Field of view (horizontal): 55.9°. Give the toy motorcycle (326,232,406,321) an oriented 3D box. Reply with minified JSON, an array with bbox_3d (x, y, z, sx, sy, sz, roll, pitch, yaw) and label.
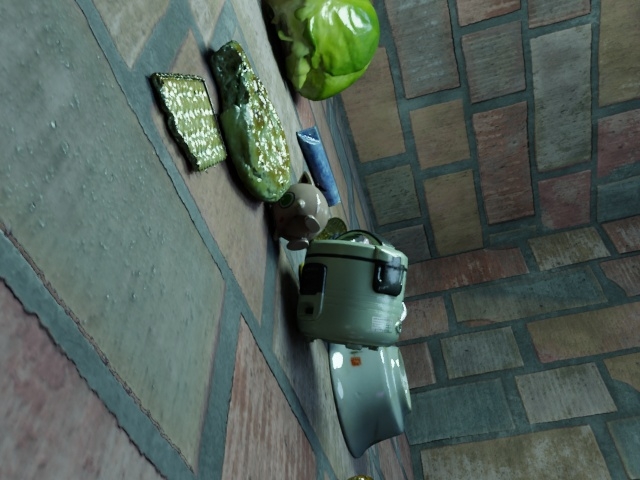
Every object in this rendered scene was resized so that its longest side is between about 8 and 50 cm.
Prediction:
[{"bbox_3d":[0.121,0.120,1.557,0.143,0.188,0.326,-53,140,-40],"label":"toy motorcycle"}]

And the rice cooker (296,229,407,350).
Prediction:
[{"bbox_3d":[0.064,0.098,1.221,0.226,0.226,0.244,45,55,-73],"label":"rice cooker"}]

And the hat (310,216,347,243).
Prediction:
[{"bbox_3d":[0.000,0.000,1.568,0.146,0.067,0.145,-25,125,-41],"label":"hat"}]

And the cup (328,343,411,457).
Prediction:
[{"bbox_3d":[0.142,0.378,1.578,0.347,0.163,0.347,-12,90,-80],"label":"cup"}]

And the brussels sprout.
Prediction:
[{"bbox_3d":[0.006,-0.600,1.754,0.275,0.315,0.371,55,0,37],"label":"brussels sprout"}]

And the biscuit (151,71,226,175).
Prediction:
[{"bbox_3d":[-0.178,-0.167,0.859,0.203,0.016,0.143,-71,147,-74],"label":"biscuit"}]

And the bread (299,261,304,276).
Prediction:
[{"bbox_3d":[0.024,0.133,1.431,0.102,0.095,0.245,-101,172,-46],"label":"bread"}]

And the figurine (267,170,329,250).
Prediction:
[{"bbox_3d":[-0.045,-0.056,1.200,0.125,0.125,0.138,65,5,-52],"label":"figurine"}]

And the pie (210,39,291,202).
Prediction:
[{"bbox_3d":[-0.122,-0.209,1.101,0.302,0.067,0.302,-15,90,-80],"label":"pie"}]

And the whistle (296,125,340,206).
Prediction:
[{"bbox_3d":[-0.002,-0.224,1.834,0.304,0.062,0.062,67,14,-48],"label":"whistle"}]

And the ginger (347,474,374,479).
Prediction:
[{"bbox_3d":[0.104,0.581,1.350,0.162,0.074,0.103,60,20,-64],"label":"ginger"}]
